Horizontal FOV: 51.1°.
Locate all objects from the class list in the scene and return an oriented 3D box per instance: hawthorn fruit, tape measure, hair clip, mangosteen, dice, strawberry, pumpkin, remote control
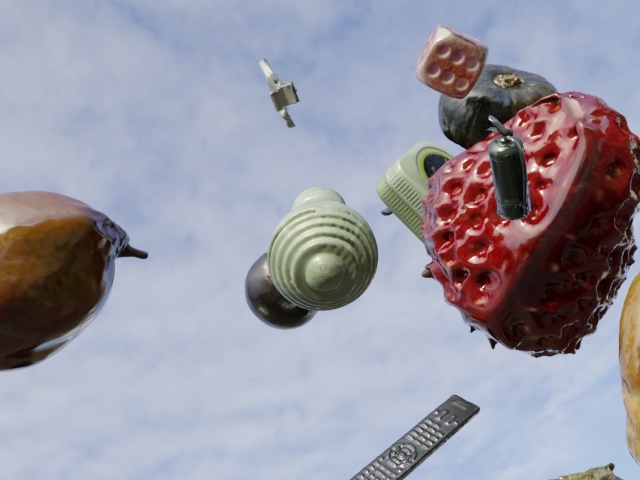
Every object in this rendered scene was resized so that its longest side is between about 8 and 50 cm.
[{"bbox_3d":[-0.335,0.038,0.808,0.248,0.208,0.208,-20,-48,-23],"label":"hawthorn fruit"},{"bbox_3d":[0.234,-0.072,1.302,0.235,0.207,0.115,46,-51,3],"label":"tape measure"},{"bbox_3d":[-0.082,-0.308,1.374,0.054,0.220,0.140,-26,-67,1],"label":"hair clip"},{"bbox_3d":[-0.094,0.132,1.752,0.216,0.216,0.216,-10,-51,-13],"label":"mangosteen"},{"bbox_3d":[0.210,-0.289,1.078,0.093,0.091,0.094,23,-62,-4],"label":"dice"},{"bbox_3d":[0.308,-0.037,0.913,0.296,0.317,0.345,21,-50,-10],"label":"strawberry"},{"bbox_3d":[0.325,-0.230,1.218,0.224,0.223,0.157,-4,-49,-18],"label":"pumpkin"},{"bbox_3d":[0.147,0.320,1.031,0.245,0.063,0.025,-30,-66,-26],"label":"remote control"}]

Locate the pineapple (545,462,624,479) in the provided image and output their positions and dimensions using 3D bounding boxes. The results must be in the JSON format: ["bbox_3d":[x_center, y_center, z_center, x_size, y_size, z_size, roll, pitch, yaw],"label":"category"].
[{"bbox_3d":[0.470,0.514,1.241,0.236,0.186,0.114,-37,-49,-34],"label":"pineapple"}]

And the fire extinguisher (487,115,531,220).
[{"bbox_3d":[0.137,-0.050,0.480,0.025,0.038,0.083,-33,-48,-10],"label":"fire extinguisher"}]

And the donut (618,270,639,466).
[{"bbox_3d":[0.407,0.130,0.586,0.317,0.150,0.299,-12,-91,-30],"label":"donut"}]

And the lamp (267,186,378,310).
[{"bbox_3d":[0.000,0.000,0.676,0.106,0.193,0.106,-1,-71,-3],"label":"lamp"}]

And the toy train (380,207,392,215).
[{"bbox_3d":[0.183,-0.079,1.631,0.083,0.017,0.017,-29,-59,29],"label":"toy train"}]
